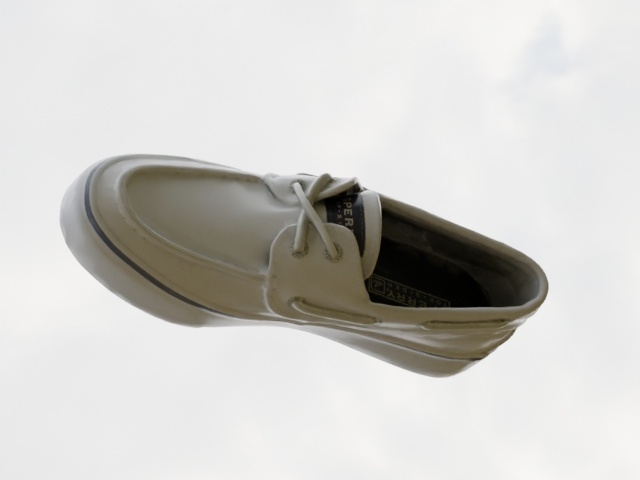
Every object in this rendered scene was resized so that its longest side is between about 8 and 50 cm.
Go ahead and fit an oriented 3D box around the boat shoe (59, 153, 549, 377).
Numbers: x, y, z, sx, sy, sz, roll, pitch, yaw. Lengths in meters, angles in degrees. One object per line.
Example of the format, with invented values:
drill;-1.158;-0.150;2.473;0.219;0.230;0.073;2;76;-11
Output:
boat shoe;0.000;0.000;0.699;0.258;0.084;0.095;13;-124;-29
